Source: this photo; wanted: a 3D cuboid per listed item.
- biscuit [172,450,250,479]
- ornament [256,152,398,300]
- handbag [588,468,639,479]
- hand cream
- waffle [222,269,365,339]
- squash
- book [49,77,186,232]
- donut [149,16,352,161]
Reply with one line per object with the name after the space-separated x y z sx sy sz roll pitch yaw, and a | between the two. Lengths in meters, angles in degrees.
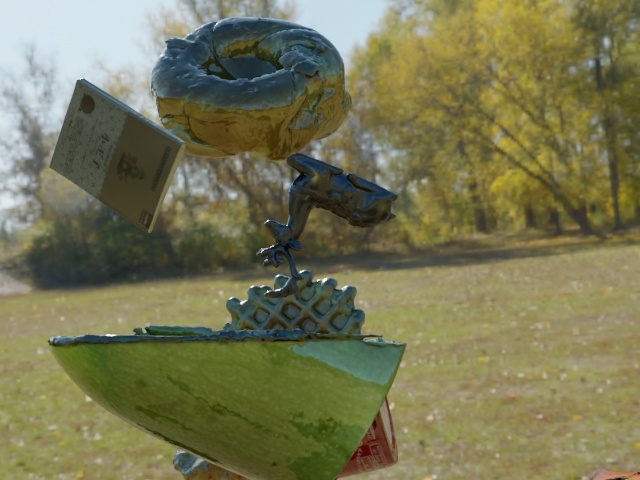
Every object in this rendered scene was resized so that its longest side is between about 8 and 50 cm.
-0.126 0.316 1.315 0.183 0.118 0.061 -40 -7 -22 | biscuit
0.000 0.000 1.410 0.202 0.236 0.080 22 -3 -6 | ornament
0.573 0.394 1.262 0.410 0.116 0.304 -19 -10 33 | handbag
0.043 0.275 1.359 0.125 0.193 0.193 -14 -1 6 | hand cream
-0.049 0.210 1.620 0.292 0.309 0.056 -12 -24 14 | waffle
-0.109 0.119 0.908 0.309 0.210 0.233 31 -8 -6 | squash
-0.279 -0.116 1.165 0.199 0.138 0.016 32 20 21 | book
-0.121 -0.273 1.551 0.361 0.170 0.360 -1 41 1 | donut
